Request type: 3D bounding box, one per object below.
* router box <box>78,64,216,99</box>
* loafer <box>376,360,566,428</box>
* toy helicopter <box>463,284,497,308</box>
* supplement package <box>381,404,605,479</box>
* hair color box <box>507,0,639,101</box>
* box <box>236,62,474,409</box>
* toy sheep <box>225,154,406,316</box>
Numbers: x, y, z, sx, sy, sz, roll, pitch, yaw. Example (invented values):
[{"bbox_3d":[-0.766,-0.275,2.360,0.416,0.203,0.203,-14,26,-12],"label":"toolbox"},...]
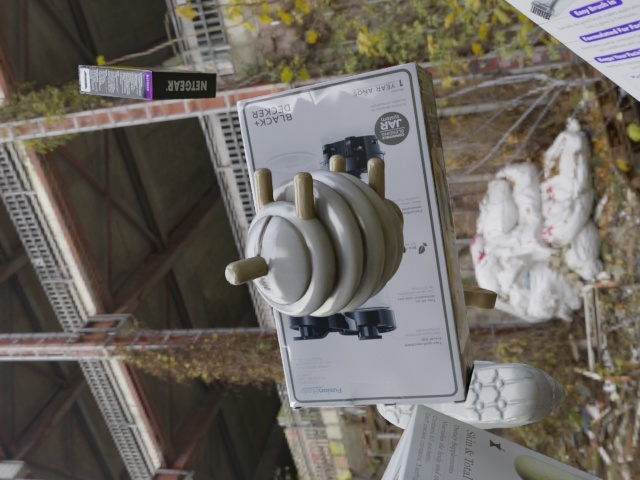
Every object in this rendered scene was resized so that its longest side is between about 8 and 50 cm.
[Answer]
[{"bbox_3d":[-0.266,-0.249,0.983,0.179,0.133,0.046,-32,-51,-64],"label":"router box"},{"bbox_3d":[0.213,0.239,0.946,0.111,0.319,0.112,14,-107,-35],"label":"loafer"},{"bbox_3d":[0.210,0.104,1.208,0.235,0.354,0.140,14,98,62],"label":"toy helicopter"},{"bbox_3d":[0.164,0.322,0.553,0.199,0.262,0.198,-56,-14,-61],"label":"supplement package"},{"bbox_3d":[0.384,-0.242,0.674,0.110,0.338,0.185,-66,21,-2],"label":"hair color box"},{"bbox_3d":[0.037,0.002,0.577,0.087,0.169,0.290,-26,-74,-70],"label":"box"},{"bbox_3d":[0.000,0.000,0.351,0.132,0.091,0.091,-15,-77,-39],"label":"toy sheep"}]
